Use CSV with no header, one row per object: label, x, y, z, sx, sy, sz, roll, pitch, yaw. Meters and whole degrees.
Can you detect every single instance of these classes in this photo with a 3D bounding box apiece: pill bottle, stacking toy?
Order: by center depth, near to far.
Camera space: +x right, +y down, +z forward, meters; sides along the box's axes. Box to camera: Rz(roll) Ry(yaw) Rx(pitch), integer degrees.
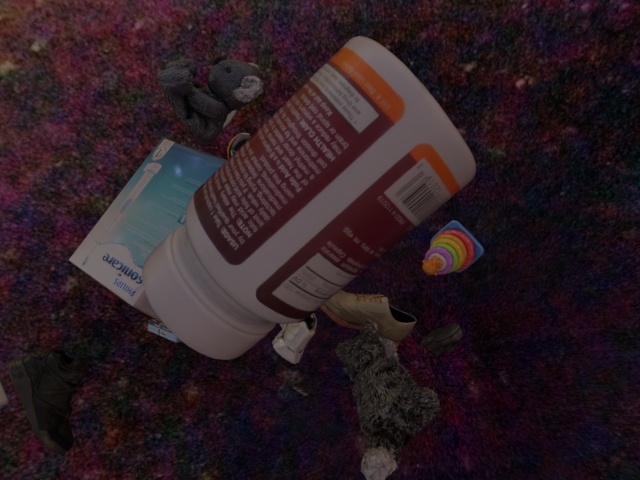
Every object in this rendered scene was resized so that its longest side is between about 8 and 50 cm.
pill bottle,-0.026,-0.037,0.553,0.392,0.224,0.224,-41,67,12
stacking toy,0.446,0.064,1.552,0.175,0.301,0.166,49,129,13

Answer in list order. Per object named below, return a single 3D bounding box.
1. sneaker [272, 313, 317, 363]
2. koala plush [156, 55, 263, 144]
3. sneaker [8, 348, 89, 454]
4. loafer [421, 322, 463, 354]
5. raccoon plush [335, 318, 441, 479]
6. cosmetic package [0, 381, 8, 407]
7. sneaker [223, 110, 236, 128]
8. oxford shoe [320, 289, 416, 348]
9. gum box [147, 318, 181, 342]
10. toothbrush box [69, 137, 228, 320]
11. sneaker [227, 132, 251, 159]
sneaker,-0.059,0.240,1.242,0.110,0.292,0.118,36,101,-10
koala plush,-0.243,-0.364,1.046,0.221,0.203,0.196,-23,32,2
sneaker,-0.543,0.331,0.901,0.130,0.087,0.228,-20,97,-23
loafer,0.441,0.352,1.494,0.096,0.267,0.084,-36,80,-16
raccoon plush,0.143,0.370,1.105,0.216,0.446,0.299,-37,75,4
cosmetic package,-0.560,0.213,0.505,0.224,0.224,0.138,-32,82,27
sneaker,-0.340,-0.463,1.522,0.094,0.151,0.256,11,62,-9
oxford shoe,0.138,0.210,1.394,0.146,0.396,0.141,-50,25,22
gum box,-0.461,0.291,1.457,0.156,0.184,0.041,10,96,34
toothbrush box,-0.285,-0.023,0.805,0.216,0.126,0.296,21,72,31
sneaker,-0.247,-0.228,1.330,0.083,0.084,0.215,45,128,42
